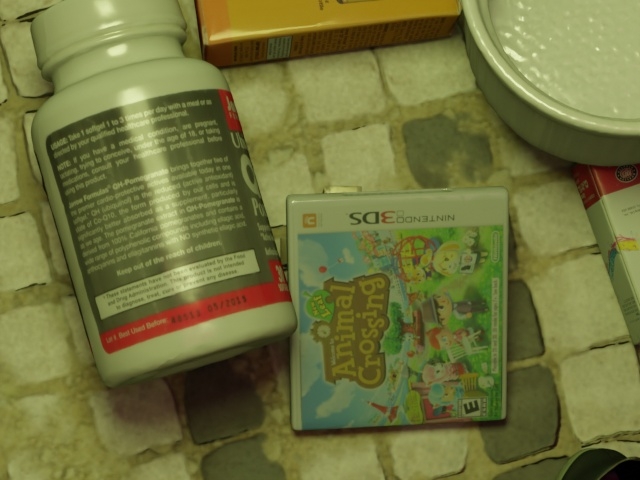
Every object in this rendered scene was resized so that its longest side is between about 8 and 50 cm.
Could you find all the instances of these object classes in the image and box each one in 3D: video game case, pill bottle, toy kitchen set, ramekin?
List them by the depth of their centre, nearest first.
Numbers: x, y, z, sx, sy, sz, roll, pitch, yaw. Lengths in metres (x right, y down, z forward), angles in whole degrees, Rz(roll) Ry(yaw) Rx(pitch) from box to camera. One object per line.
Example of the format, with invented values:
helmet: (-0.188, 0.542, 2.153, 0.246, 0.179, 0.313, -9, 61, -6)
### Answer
pill bottle: (-0.144, -0.049, 1.466, 0.176, 0.176, 0.319, -16, 84, -7)
ramekin: (0.253, -0.198, 1.487, 0.277, 0.135, 0.277, 0, 72, 0)
video game case: (0.068, 0.060, 1.508, 0.193, 0.023, 0.212, -2, 106, -5)
toy kitchen set: (0.000, 0.000, 1.522, 0.068, 0.075, 0.083, 0, 78, -4)

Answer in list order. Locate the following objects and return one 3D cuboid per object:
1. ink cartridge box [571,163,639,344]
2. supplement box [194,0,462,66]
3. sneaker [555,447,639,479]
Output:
ink cartridge box: (0.317, -0.007, 1.551, 0.127, 0.072, 0.175, -18, 84, -7)
supplement box: (0.005, -0.213, 1.549, 0.233, 0.080, 0.078, -8, 77, -4)
sneaker: (0.213, 0.280, 1.482, 0.083, 0.118, 0.222, 22, 81, -2)
